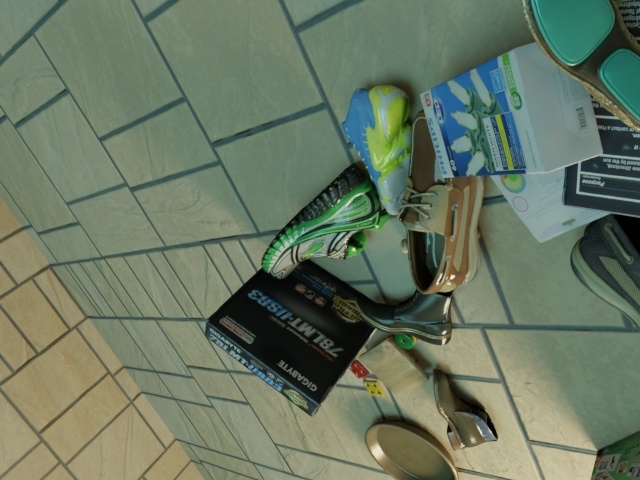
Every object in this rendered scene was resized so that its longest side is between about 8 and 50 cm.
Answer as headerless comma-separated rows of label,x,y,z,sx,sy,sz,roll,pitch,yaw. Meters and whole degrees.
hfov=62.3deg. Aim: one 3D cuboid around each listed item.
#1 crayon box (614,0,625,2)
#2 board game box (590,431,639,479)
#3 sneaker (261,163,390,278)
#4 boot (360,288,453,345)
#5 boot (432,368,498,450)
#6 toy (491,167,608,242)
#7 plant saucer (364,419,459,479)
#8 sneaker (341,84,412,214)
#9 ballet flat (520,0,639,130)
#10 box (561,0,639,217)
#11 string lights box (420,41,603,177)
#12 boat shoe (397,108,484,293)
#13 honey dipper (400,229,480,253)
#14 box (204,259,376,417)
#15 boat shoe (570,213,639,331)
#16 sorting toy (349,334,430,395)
crayon box,0.271,-0.356,0.387,0.202,0.081,0.319,11,111,49
board game box,0.573,0.405,0.901,0.046,0.213,0.317,36,139,10
sneaker,0.000,0.000,1.089,0.146,0.134,0.343,46,133,-6
boot,0.184,0.130,1.116,0.197,0.077,0.137,10,125,17
boot,0.328,0.379,1.209,0.106,0.082,0.219,-15,110,22
toy,0.318,-0.124,0.794,0.237,0.056,0.137,52,152,2
plant saucer,0.251,0.592,1.455,0.277,0.041,0.278,21,134,24
sneaker,0.106,-0.164,0.936,0.126,0.091,0.240,33,142,42
ballet flat,0.253,-0.181,0.499,0.206,0.067,0.073,43,108,-15
box,0.433,-0.177,0.551,0.296,0.182,0.294,15,130,38
string lights box,0.222,-0.154,0.667,0.259,0.076,0.133,-154,46,-78
boat shoe,0.192,-0.053,0.880,0.123,0.116,0.325,16,124,54
honey dipper,0.226,-0.001,0.999,0.160,0.030,0.030,-11,115,40
box,-0.049,0.183,1.172,0.295,0.293,0.073,33,137,14
boat shoe,0.481,0.076,0.679,0.355,0.132,0.130,47,153,41
sorting toy,0.175,0.295,1.267,0.132,0.046,0.274,44,139,1
